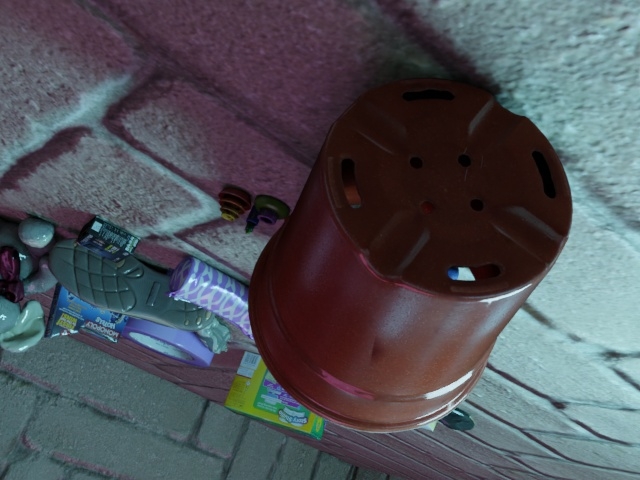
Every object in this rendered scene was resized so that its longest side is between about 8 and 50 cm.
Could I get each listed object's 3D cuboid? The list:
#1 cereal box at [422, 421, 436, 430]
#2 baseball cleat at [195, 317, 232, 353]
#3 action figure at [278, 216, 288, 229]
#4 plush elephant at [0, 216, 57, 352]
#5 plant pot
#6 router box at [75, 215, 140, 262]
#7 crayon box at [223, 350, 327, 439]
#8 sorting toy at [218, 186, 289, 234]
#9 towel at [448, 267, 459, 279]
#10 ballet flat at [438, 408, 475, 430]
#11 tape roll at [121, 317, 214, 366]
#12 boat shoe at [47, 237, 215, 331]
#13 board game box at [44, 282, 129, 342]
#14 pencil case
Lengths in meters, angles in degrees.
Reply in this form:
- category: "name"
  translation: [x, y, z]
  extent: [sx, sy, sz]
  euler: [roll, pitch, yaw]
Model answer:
- category: "cereal box"
  translation: [0.143, 0.364, 1.672]
  extent: [0.240, 0.047, 0.173]
  euler: [4, 139, 38]
- category: "baseball cleat"
  translation: [-0.285, 0.213, 1.747]
  extent: [0.109, 0.072, 0.206]
  euler: [29, 157, 17]
- category: "action figure"
  translation: [0.000, 0.000, 0.974]
  extent: [0.115, 0.038, 0.030]
  euler: [18, 147, 14]
- category: "plush elephant"
  translation: [-0.706, 0.090, 1.546]
  extent: [0.271, 0.256, 0.330]
  euler: [18, 159, 7]
- category: "plant pot"
  translation: [0.079, 0.011, 0.651]
  extent: [0.272, 0.273, 0.265]
  euler: [21, 151, 0]
- category: "router box"
  translation: [-0.408, 0.000, 1.353]
  extent: [0.092, 0.038, 0.122]
  euler: [29, 158, -22]
- category: "crayon box"
  translation: [-0.106, 0.418, 1.920]
  extent: [0.278, 0.165, 0.081]
  euler: [11, 157, 25]
- category: "sorting toy"
  translation: [-0.095, -0.036, 0.966]
  extent: [0.101, 0.042, 0.061]
  euler: [16, 159, 11]
- category: "towel"
  translation: [0.051, 0.041, 0.934]
  extent: [0.209, 0.034, 0.285]
  euler: [13, 170, -2]
- category: "ballet flat"
  translation: [0.295, 0.415, 1.725]
  extent: [0.173, 0.058, 0.049]
  euler: [21, -161, 2]
- category: "tape roll"
  translation: [-0.407, 0.244, 1.884]
  extent: [0.274, 0.090, 0.275]
  euler: [19, 159, 8]
- category: "boat shoe"
  translation: [-0.396, 0.108, 1.479]
  extent: [0.355, 0.132, 0.130]
  euler: [26, 159, -9]
- category: "board game box"
  translation: [-0.551, 0.158, 1.658]
  extent: [0.194, 0.194, 0.060]
  euler: [32, 156, -26]
- category: "pencil case"
  translation: [-0.192, 0.108, 1.348]
  extent: [0.206, 0.088, 0.086]
  euler: [31, 159, -26]
